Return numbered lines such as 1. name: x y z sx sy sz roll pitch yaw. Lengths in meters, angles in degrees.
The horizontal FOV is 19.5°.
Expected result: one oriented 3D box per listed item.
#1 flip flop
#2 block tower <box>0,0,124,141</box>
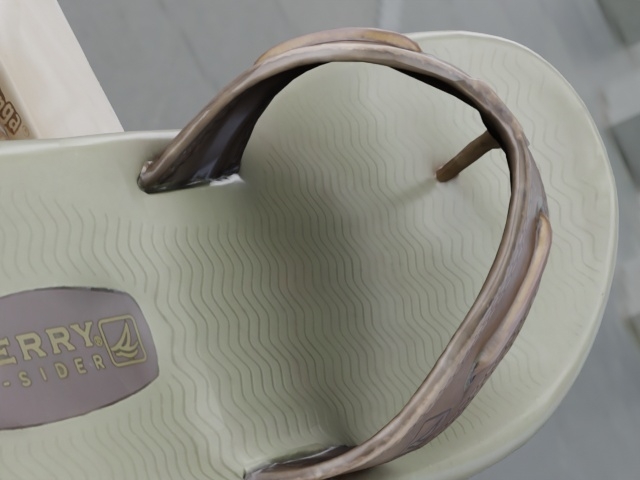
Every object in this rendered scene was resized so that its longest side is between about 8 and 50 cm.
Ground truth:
1. flip flop: 0.000 0.000 0.390 0.277 0.080 0.112 -13 71 -55
2. block tower: -0.185 0.017 0.666 0.097 0.335 0.091 -25 84 -38
